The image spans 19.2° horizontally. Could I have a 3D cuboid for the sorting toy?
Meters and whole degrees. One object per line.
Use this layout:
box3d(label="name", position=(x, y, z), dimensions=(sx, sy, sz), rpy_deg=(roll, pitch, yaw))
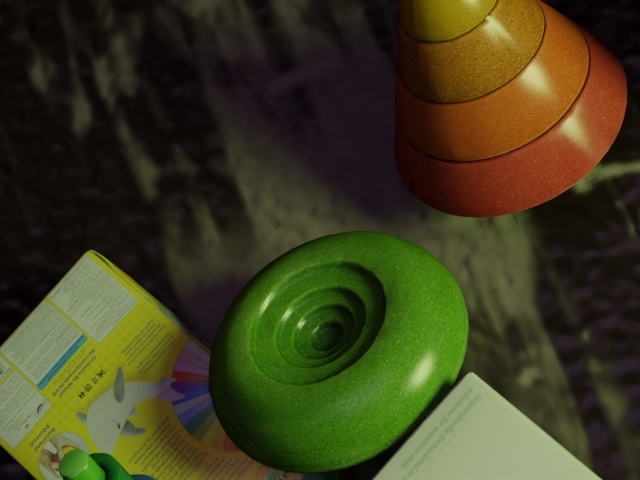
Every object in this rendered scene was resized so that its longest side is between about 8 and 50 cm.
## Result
box3d(label="sorting toy", position=(0.000, 0.000, 0.841), dimensions=(0.127, 0.126, 0.365), rpy_deg=(20, 65, 39))

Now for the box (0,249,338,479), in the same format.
box3d(label="box", position=(-0.081, 0.097, 0.919), dimensions=(0.179, 0.043, 0.105), rpy_deg=(39, 84, 27))

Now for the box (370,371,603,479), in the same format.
box3d(label="box", position=(0.077, 0.134, 0.832), dimensions=(0.102, 0.087, 0.101), rpy_deg=(41, 85, 25))
